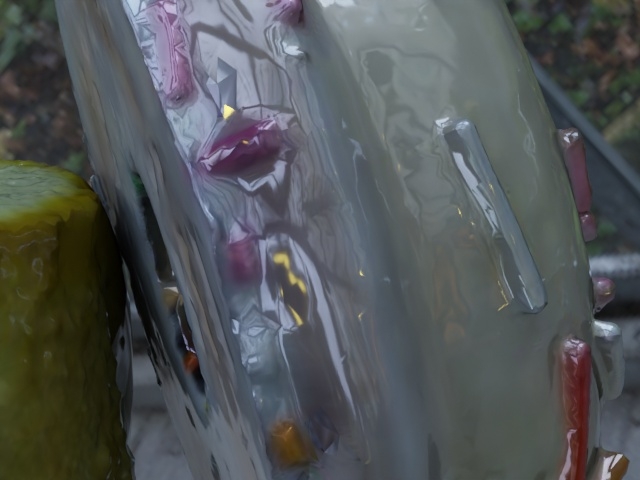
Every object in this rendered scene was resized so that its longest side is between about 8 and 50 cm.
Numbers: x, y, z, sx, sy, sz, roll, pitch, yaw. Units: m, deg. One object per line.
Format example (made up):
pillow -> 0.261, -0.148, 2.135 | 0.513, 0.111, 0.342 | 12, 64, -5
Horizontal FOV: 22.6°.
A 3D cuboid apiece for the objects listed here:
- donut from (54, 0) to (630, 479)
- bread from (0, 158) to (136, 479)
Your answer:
donut -> 0.000, 0.000, 0.648 | 0.142, 0.382, 0.382 | -17, 39, -11
bread -> -0.266, 0.094, 0.756 | 0.395, 0.264, 0.239 | -4, 97, 18
